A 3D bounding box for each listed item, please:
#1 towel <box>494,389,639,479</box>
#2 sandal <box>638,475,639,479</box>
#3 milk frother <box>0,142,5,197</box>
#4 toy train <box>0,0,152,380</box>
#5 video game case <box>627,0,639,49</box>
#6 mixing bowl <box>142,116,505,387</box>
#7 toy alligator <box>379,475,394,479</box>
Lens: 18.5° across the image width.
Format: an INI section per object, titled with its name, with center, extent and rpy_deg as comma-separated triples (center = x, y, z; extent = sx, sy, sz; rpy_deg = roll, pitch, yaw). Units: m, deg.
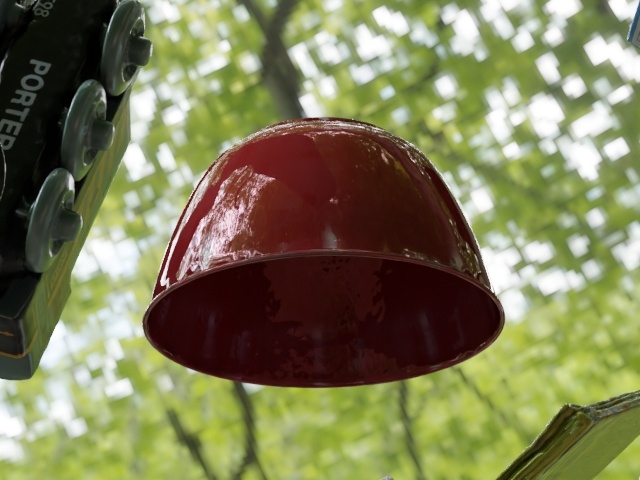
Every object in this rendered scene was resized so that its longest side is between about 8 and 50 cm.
[towel]
center = 0.169, 0.135, 1.288
extent = 0.102, 0.021, 0.237
rpy_deg = -46, -17, 18
[sandal]
center = 0.263, 0.071, 1.044
extent = 0.416, 0.169, 0.102
rpy_deg = -60, 16, -18
[milk frother]
center = -0.219, -0.006, 0.921
extent = 0.129, 0.143, 0.135
rpy_deg = -21, -10, 7
[toy train]
center = -0.221, -0.056, 1.485
extent = 0.142, 0.334, 0.190
rpy_deg = 13, -38, 5
[video game case]
center = 0.269, -0.144, 1.314
extent = 0.015, 0.119, 0.166
rpy_deg = -53, -12, -16
[mixing bowl]
center = 0.000, 0.000, 0.996
extent = 0.181, 0.098, 0.181
rpy_deg = -2, -24, -1
[toy alligator]
center = 0.067, 0.260, 1.622
extent = 0.051, 0.189, 0.056
rpy_deg = 7, -59, -29
